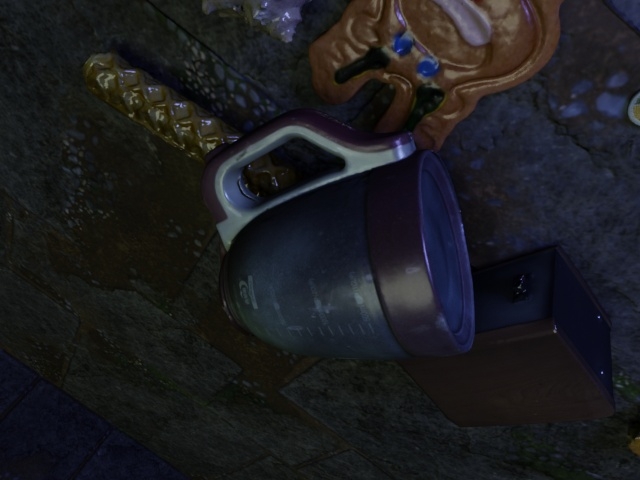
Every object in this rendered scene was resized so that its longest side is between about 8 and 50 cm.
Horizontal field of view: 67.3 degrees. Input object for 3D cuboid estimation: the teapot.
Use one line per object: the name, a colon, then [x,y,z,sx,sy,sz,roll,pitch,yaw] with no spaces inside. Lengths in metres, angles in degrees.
teapot: [0.000,0.000,0.592,0.312,0.233,0.315,-12,106,24]

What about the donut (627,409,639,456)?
donut: [0.525,0.293,0.731,0.097,0.043,0.108,16,133,16]

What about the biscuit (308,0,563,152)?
biscuit: [0.127,-0.222,0.491,0.202,0.047,0.334,41,135,-10]

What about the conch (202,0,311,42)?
conch: [-0.061,-0.323,0.467,0.178,0.163,0.246,-20,102,3]

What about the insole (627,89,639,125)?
insole: [0.398,-0.137,0.445,0.193,0.006,0.065,0,128,29]

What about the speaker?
speaker: [0.252,0.142,0.667,0.230,0.153,0.192,-27,113,42]

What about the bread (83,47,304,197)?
bread: [-0.179,-0.154,0.697,0.367,0.077,0.084,32,135,-1]
